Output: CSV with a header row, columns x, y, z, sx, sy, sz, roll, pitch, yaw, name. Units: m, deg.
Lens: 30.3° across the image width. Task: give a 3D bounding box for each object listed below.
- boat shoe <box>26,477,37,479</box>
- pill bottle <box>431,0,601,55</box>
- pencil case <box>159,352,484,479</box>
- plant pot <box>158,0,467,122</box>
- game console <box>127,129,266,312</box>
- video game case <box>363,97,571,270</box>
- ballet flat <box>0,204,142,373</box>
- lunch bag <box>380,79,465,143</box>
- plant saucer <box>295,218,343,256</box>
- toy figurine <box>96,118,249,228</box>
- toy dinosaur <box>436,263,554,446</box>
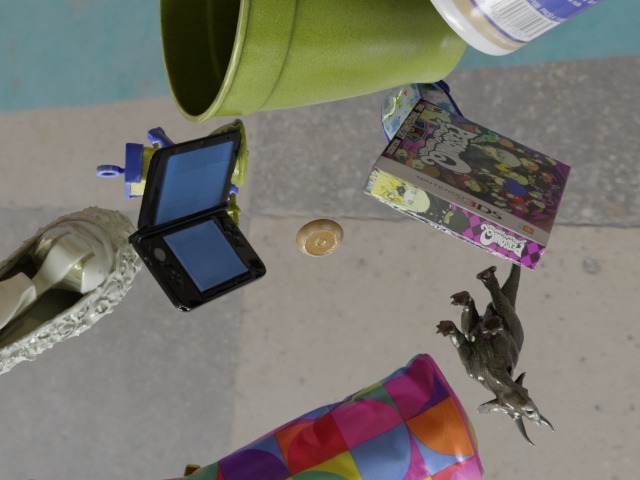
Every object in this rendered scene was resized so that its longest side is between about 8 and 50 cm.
x,y,z,sx,sy,sz,roll,pitch,yaw,name
-0.269,0.382,1.206,0.102,0.108,0.301,-39,55,4,boat shoe
0.145,-0.186,0.618,0.187,0.112,0.112,-27,67,33,pill bottle
-0.009,0.163,0.799,0.236,0.104,0.104,-23,63,-3,pencil case
0.004,-0.335,1.564,0.366,0.353,0.366,179,90,-66,plant pot
-0.084,-0.017,0.913,0.071,0.122,0.107,-40,81,31,game console
0.178,-0.072,1.380,0.210,0.232,0.042,26,121,6,video game case
-0.355,0.068,1.467,0.147,0.409,0.147,23,135,26,ballet flat
0.176,-0.228,2.139,0.129,0.096,0.151,-52,59,43,lunch bag
0.000,0.000,2.008,0.083,0.083,0.015,-53,33,28,plant saucer
-0.231,-0.075,1.764,0.362,0.217,0.191,133,145,-78,toy figurine
0.251,0.144,1.735,0.121,0.160,0.313,-16,34,16,toy dinosaur
